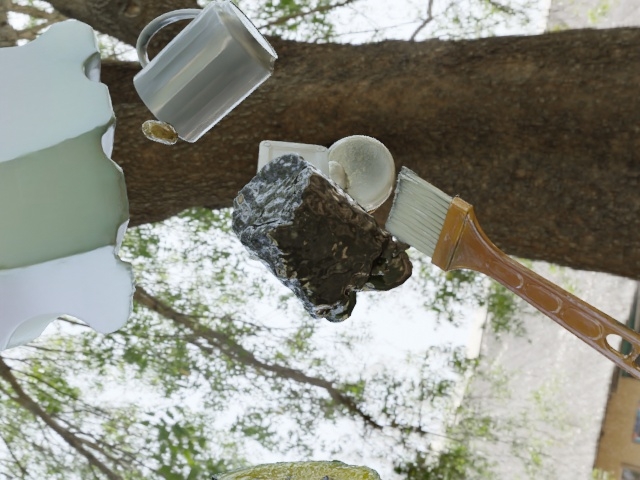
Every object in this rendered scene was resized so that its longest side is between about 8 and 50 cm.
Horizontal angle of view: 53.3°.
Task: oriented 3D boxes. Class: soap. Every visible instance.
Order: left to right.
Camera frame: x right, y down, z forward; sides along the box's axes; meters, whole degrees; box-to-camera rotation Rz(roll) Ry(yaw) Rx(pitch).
[{"bbox_3d":[-0.215,-0.025,0.493,0.115,0.347,0.208,-9,-93,-19],"label":"soap"}]

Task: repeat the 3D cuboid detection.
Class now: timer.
[{"bbox_3d":[0.108,-0.205,1.915,0.240,0.233,0.234,63,-140,-74],"label":"timer"}]

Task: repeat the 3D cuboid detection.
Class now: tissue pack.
[{"bbox_3d":[-0.063,-0.084,1.354,0.246,0.159,0.136,-91,8,-46],"label":"tissue pack"}]

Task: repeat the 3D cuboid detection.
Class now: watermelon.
[{"bbox_3d":[-0.019,0.350,0.867,0.129,0.301,0.123,35,-122,-40],"label":"watermelon"}]

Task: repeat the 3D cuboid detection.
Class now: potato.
[{"bbox_3d":[-0.303,-0.207,1.211,0.083,0.051,0.040,4,-72,-67],"label":"potato"}]

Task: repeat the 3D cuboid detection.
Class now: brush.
[{"bbox_3d":[0.192,0.038,0.609,0.017,0.314,0.090,-34,-32,-36],"label":"brush"}]

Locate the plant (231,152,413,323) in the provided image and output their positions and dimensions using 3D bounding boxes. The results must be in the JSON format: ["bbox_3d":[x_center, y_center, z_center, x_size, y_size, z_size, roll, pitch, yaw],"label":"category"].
[{"bbox_3d":[0.000,0.000,1.031,0.199,0.188,0.276,-46,-57,5],"label":"plant"}]

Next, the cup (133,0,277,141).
[{"bbox_3d":[-0.323,-0.486,1.702,0.323,0.327,0.237,52,-166,6],"label":"cup"}]
